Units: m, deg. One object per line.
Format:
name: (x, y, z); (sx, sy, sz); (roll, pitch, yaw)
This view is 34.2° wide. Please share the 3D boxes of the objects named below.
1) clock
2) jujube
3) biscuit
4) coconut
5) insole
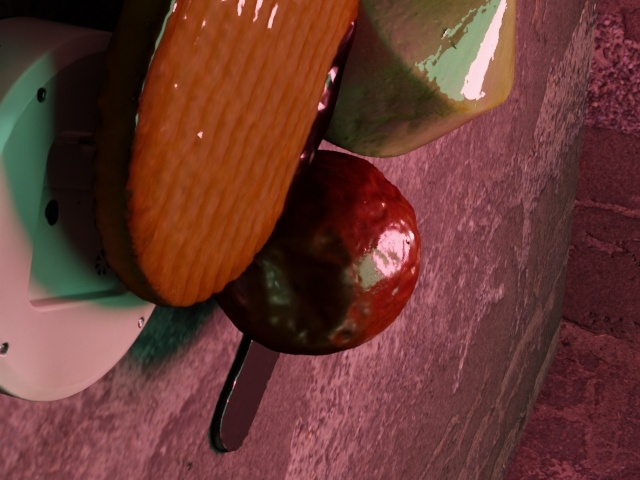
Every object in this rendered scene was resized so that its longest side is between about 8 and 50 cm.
clock: (-0.168, -0.019, 0.642); (0.230, 0.083, 0.230); (10, 90, -70)
jujube: (0.000, 0.000, 0.938); (0.255, 0.190, 0.190); (-44, 142, -71)
biscuit: (-0.051, -0.105, 0.679); (0.318, 0.040, 0.318); (-58, 161, -34)
coconut: (0.071, -0.183, 0.929); (0.236, 0.236, 0.204); (80, 19, -44)
insole: (-0.045, 0.077, 1.092); (0.110, 0.012, 0.309); (63, 45, -60)
